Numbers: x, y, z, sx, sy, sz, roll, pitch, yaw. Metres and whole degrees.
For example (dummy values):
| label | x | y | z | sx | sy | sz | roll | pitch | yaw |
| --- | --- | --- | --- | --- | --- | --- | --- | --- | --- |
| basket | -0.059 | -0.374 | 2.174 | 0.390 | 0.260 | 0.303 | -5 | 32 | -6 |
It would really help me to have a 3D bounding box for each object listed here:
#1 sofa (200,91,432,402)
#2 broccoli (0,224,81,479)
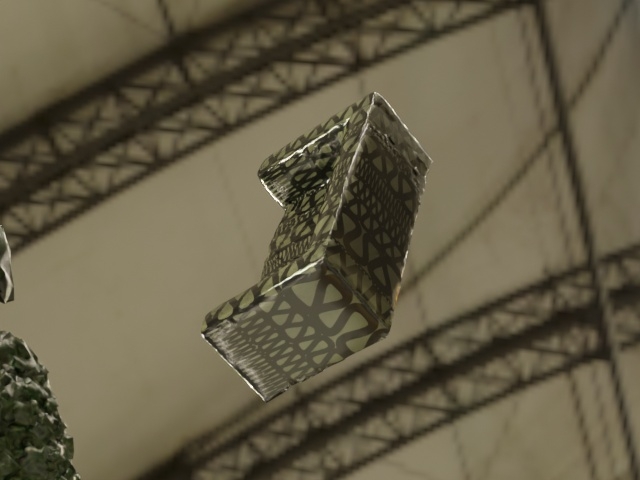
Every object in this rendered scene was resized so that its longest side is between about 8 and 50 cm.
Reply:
| label | x | y | z | sx | sy | sz | roll | pitch | yaw |
| --- | --- | --- | --- | --- | --- | --- | --- | --- | --- |
| sofa | 0.000 | 0.000 | 0.691 | 0.039 | 0.060 | 0.118 | 48 | -151 | -18 |
| broccoli | -0.252 | 0.078 | 0.657 | 0.303 | 0.283 | 0.321 | 32 | -120 | -14 |
